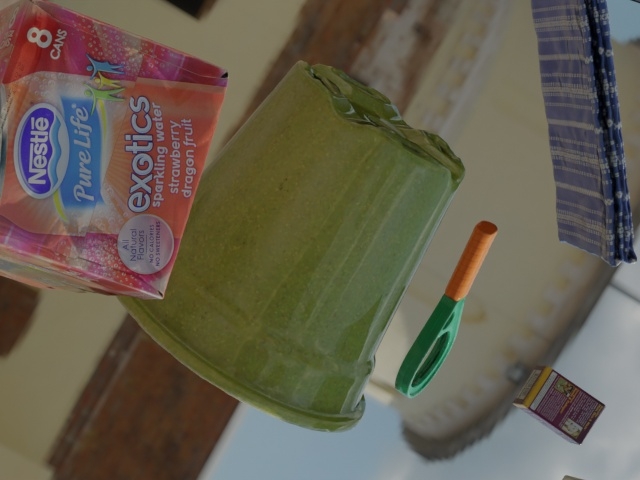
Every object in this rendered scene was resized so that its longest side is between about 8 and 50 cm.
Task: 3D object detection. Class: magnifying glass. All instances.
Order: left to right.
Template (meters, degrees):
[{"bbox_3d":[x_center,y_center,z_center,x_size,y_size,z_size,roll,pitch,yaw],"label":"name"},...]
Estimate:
[{"bbox_3d":[0.138,0.077,1.728,0.092,0.026,0.231,-31,147,-52],"label":"magnifying glass"}]

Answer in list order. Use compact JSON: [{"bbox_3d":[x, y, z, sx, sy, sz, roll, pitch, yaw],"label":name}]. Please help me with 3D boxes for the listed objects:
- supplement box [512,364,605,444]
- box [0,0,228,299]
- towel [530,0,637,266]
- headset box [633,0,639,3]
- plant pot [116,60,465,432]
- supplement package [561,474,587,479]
[{"bbox_3d":[0.267,0.184,1.799,0.055,0.083,0.043,-55,-173,-9],"label":"supplement box"},{"bbox_3d":[-0.194,-0.055,1.083,0.300,0.142,0.154,2,-107,65],"label":"box"},{"bbox_3d":[0.264,-0.148,1.694,0.243,0.040,0.336,-134,-144,-81],"label":"towel"},{"bbox_3d":[0.252,-0.266,1.146,0.131,0.246,0.283,-67,165,-2],"label":"headset box"},{"bbox_3d":[-0.011,-0.012,1.443,0.254,0.276,0.276,-57,-171,14],"label":"plant pot"},{"bbox_3d":[0.261,0.361,1.505,0.194,0.149,0.203,-29,128,-63],"label":"supplement package"}]
